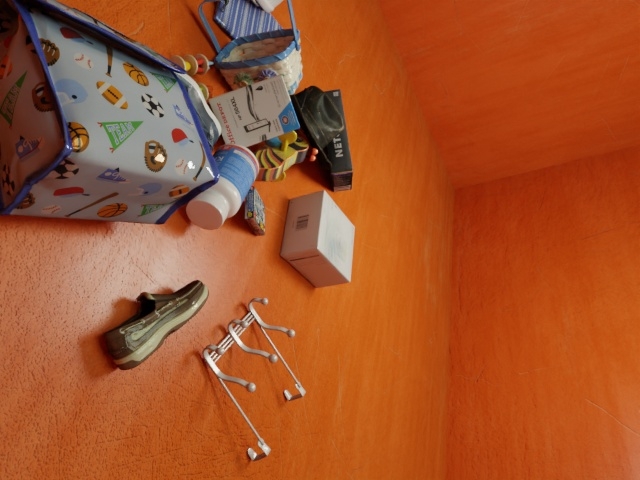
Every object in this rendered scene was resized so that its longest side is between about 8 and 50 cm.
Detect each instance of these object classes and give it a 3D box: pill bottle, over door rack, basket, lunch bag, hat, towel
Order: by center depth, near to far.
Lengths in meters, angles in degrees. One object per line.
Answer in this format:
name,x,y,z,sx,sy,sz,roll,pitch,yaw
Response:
lunch bag,-0.395,-0.246,0.862,0.328,0.239,0.385,6,57,-61
pill bottle,-0.241,-0.131,1.205,0.124,0.124,0.221,58,32,-32
over door rack,-0.137,0.333,1.224,0.239,0.108,0.324,-47,120,-57
basket,-0.173,-0.545,1.371,0.201,0.255,0.288,-72,150,-48
towel,-0.216,-0.682,1.594,0.336,0.040,0.243,35,50,-50
hat,-0.008,-0.399,1.602,0.331,0.134,0.331,60,-2,3

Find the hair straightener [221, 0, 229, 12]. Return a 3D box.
hair straightener,-0.326,-0.760,1.388,0.089,0.047,0.230,-44,115,-58

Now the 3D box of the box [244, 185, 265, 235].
box,-0.178,-0.078,1.350,0.137,0.027,0.093,72,16,-71

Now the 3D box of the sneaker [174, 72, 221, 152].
sneaker,-0.323,-0.284,1.156,0.226,0.086,0.163,54,33,-40

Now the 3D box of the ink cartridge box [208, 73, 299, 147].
ink cartridge box,-0.175,-0.335,1.312,0.086,0.203,0.148,-116,-174,-75

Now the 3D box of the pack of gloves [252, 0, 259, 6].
pack of gloves,-0.275,-0.812,1.449,0.194,0.046,0.232,66,13,1

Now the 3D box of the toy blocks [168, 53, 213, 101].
toy blocks,-0.313,-0.417,1.267,0.148,0.054,0.123,-44,117,-59

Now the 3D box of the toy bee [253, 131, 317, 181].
toy bee,-0.096,-0.272,1.464,0.195,0.162,0.298,107,8,-69

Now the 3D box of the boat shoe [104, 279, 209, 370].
boat shoe,-0.320,0.138,0.980,0.095,0.095,0.257,62,31,-16

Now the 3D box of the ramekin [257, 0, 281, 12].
ramekin,-0.180,-0.876,1.550,0.272,0.127,0.272,60,15,-27

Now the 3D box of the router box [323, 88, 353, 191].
router box,0.059,-0.359,1.813,0.243,0.081,0.308,73,9,-81

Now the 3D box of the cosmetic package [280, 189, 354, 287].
cosmetic package,0.000,0.000,1.592,0.224,0.138,0.223,48,40,-46
